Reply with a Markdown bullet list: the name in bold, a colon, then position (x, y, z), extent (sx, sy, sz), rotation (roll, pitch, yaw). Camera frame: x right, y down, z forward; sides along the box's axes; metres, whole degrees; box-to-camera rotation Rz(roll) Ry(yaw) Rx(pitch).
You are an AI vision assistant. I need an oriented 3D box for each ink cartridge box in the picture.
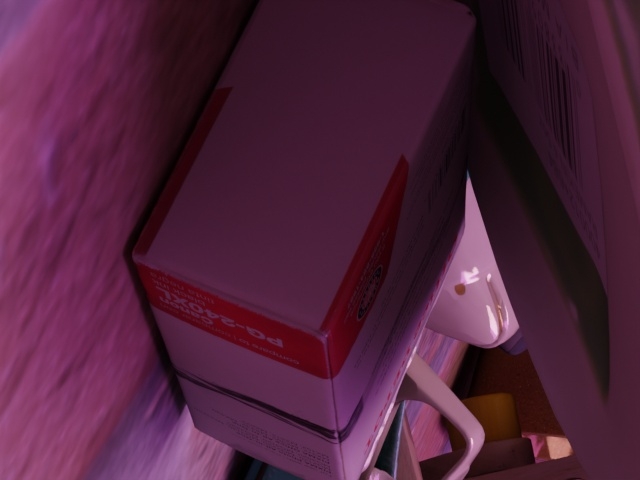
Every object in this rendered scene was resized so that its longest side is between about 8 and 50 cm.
- **ink cartridge box**: position (0.000, 0.000, 0.612), extent (0.150, 0.063, 0.109), rotation (84, 29, -66)

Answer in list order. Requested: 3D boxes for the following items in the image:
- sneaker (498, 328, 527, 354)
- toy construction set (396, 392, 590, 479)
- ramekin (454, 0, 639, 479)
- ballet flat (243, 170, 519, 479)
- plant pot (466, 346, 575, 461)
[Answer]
- **sneaker**: position (0.159, -0.041, 1.254), extent (0.121, 0.111, 0.300), rotation (-57, 177, 37)
- **toy construction set**: position (0.109, 0.089, 0.934), extent (0.237, 0.257, 0.309), rotation (27, 75, -66)
- **ramekin**: position (0.123, -0.059, 0.553), extent (0.303, 0.148, 0.303), rotation (165, -90, -86)
- **ballet flat**: position (0.031, 0.042, 0.777), extent (0.083, 0.087, 0.247), rotation (-42, 150, -66)
- **plant pot**: position (0.235, 0.036, 1.460), extent (0.237, 0.237, 0.254), rotation (53, 45, -77)
